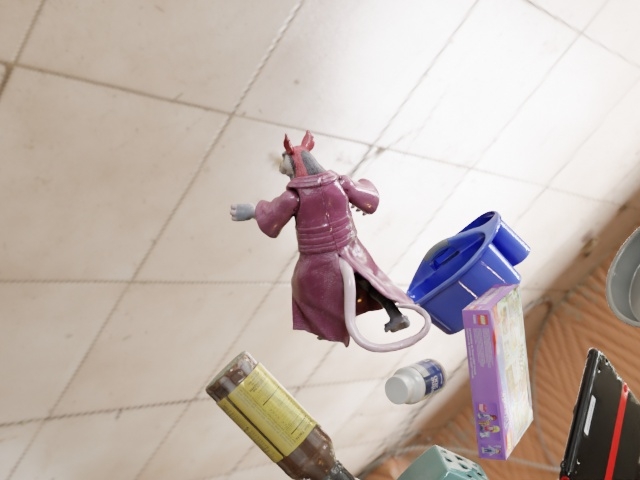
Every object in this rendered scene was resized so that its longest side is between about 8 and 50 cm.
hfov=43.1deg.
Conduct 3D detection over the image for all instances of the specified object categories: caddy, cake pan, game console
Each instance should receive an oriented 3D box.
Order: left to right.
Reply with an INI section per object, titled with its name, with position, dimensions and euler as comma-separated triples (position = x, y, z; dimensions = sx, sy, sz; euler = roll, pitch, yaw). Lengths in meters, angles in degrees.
[caddy]
position = 0.339, 0.069, 1.956
dimensions = 0.341, 0.179, 0.241
euler = -43, -169, 43
[game console]
position = 0.706, 0.512, 2.000
dimensions = 0.342, 0.060, 0.386
euler = 47, 50, -25
[cake pan]
position = 0.678, 0.053, 1.524
dimensions = 0.054, 0.293, 0.293
euler = 38, 104, -21

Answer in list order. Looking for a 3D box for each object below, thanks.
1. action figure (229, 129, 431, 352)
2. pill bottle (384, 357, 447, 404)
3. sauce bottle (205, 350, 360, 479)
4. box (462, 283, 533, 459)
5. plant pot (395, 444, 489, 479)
[action figure]
position = 0.000, 0.000, 1.339
dimensions = 0.248, 0.276, 0.369
euler = -20, 104, -7
[pill bottle]
position = 0.167, 0.252, 1.430
dimensions = 0.120, 0.067, 0.067
euler = -8, 139, -51
[sauce bottle]
position = -0.058, 0.356, 1.473
dimensions = 0.111, 0.344, 0.111
euler = -42, -177, 2
[box]
position = 0.347, 0.247, 1.571
dimensions = 0.201, 0.057, 0.293
euler = -21, 106, -59
[plant pot]
position = 0.210, 0.514, 1.486
dimensions = 0.234, 0.166, 0.165
euler = -61, -169, 8
